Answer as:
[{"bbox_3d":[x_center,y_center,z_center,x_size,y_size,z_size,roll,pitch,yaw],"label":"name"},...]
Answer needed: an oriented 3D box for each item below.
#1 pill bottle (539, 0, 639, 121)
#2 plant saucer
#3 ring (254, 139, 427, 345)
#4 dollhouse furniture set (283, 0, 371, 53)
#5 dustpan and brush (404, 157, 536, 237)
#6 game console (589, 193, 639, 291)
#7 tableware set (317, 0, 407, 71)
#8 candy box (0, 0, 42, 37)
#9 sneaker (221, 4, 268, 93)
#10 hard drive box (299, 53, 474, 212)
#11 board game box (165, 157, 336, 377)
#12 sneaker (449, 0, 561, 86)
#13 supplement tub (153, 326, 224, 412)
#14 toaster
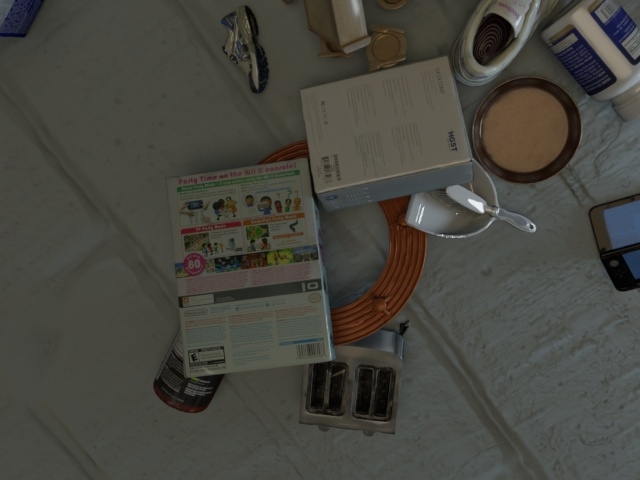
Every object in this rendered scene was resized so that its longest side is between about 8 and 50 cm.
[{"bbox_3d":[0.423,-0.271,1.162,0.112,0.112,0.186,-40,96,13],"label":"pill bottle"},{"bbox_3d":[0.321,-0.172,1.238,0.168,0.029,0.168,1,102,6],"label":"plant saucer"},{"bbox_3d":[0.000,0.000,1.252,0.336,0.032,0.336,-1,84,9],"label":"ring"},{"bbox_3d":[0.137,-0.433,1.151,0.355,0.303,0.174,-26,130,-15],"label":"dollhouse furniture set"},{"bbox_3d":[0.248,-0.055,1.247,0.211,0.060,0.147,24,77,-27],"label":"dustpan and brush"},{"bbox_3d":[0.511,-0.003,1.232,0.144,0.124,0.085,-17,127,9],"label":"game console"},{"bbox_3d":[0.066,-0.336,1.193,0.141,0.020,0.168,3,81,17],"label":"tableware set"},{"bbox_3d":[-0.581,-0.404,1.123,0.268,0.317,0.122,31,104,-2],"label":"candy box"},{"bbox_3d":[-0.121,-0.296,1.247,0.058,0.052,0.135,-11,94,18],"label":"sneaker"},{"bbox_3d":[0.099,-0.159,1.192,0.232,0.089,0.181,-11,71,9],"label":"hard drive box"},{"bbox_3d":[-0.104,0.043,1.199,0.224,0.097,0.303,-7,84,7],"label":"board game box"},{"bbox_3d":[0.299,-0.355,1.135,0.114,0.152,0.305,30,103,0],"label":"sneaker"},{"bbox_3d":[-0.198,0.184,1.331,0.106,0.106,0.198,28,104,-1],"label":"supplement tub"},{"bbox_3d":[0.055,0.226,1.314,0.168,0.110,0.185,6,103,3],"label":"toaster"}]
